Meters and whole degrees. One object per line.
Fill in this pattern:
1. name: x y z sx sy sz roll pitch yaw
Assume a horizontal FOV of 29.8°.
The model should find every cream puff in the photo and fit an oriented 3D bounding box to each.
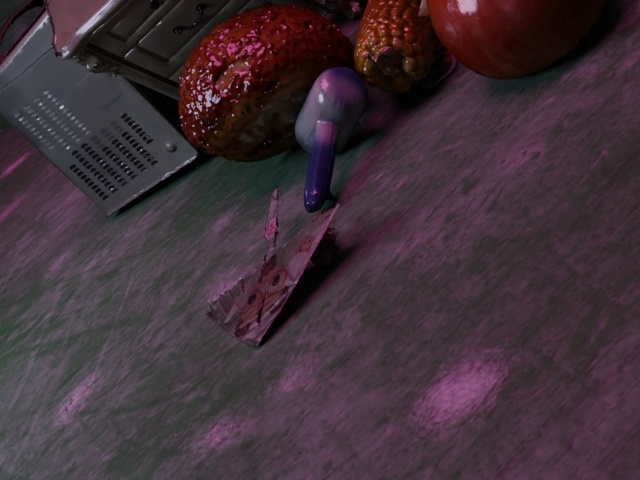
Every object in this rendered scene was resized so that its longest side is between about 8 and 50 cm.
1. cream puff: -0.070 -0.203 1.522 0.240 0.240 0.164 -36 64 8

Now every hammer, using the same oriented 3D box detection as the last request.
1. hammer: 0.005 -0.106 1.402 0.116 0.069 0.194 121 163 -48

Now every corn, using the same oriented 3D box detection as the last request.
1. corn: 0.098 -0.261 1.513 0.101 0.101 0.310 -31 18 19

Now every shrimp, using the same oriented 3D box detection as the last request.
1. shrimp: 0.000 -0.004 1.262 0.029 0.038 0.092 3 21 -9

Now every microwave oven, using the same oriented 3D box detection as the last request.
1. microwave oven: -0.299 -0.299 1.906 0.247 0.333 0.394 -32 24 32

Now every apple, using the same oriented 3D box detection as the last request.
1. apple: 0.211 -0.279 1.294 0.209 0.164 0.209 -31 25 16

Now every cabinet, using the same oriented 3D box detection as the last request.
1. cabinet: -0.162 -0.349 1.626 0.290 0.318 0.227 -38 51 28

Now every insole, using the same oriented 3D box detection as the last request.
1. insole: 0.154 -0.241 1.522 0.065 0.004 0.197 -27 24 27

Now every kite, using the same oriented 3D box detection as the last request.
1. kite: -0.053 0.020 1.280 0.229 0.012 0.250 -39 30 31

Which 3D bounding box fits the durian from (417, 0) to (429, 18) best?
1. durian: 0.229 -0.419 1.474 0.157 0.169 0.355 -26 50 56
